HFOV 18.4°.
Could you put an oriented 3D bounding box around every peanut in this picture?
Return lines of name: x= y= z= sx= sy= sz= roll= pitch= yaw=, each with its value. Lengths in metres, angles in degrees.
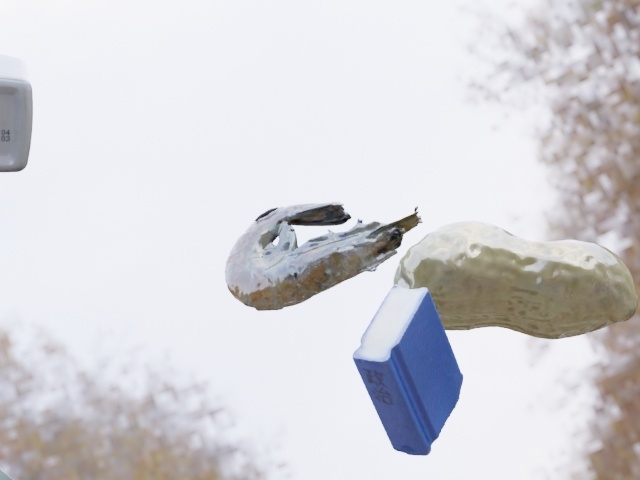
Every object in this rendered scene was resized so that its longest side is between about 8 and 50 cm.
peanut: x=0.204 y=0.039 z=2.072 sx=0.256 sy=0.123 sz=0.123 roll=3 pitch=-28 yaw=-3

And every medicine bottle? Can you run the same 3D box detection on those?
medicine bottle: x=-0.319 y=-0.120 z=1.724 sx=0.132 sy=0.088 sz=0.188 roll=2 pitch=13 yaw=-11

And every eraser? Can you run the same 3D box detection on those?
eraser: x=0.053 y=0.078 z=1.174 sx=0.027 sy=0.063 sz=0.085 roll=5 pitch=-44 yaw=31

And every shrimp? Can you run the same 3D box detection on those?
shrimp: x=0.000 y=0.000 z=2.121 sx=0.223 sy=0.126 sz=0.047 roll=-21 pitch=-36 yaw=6

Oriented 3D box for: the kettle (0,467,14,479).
kettle: x=-0.282 y=0.216 z=1.382 sx=0.148 sy=0.098 sz=0.127 roll=-49 pitch=-39 yaw=-29
